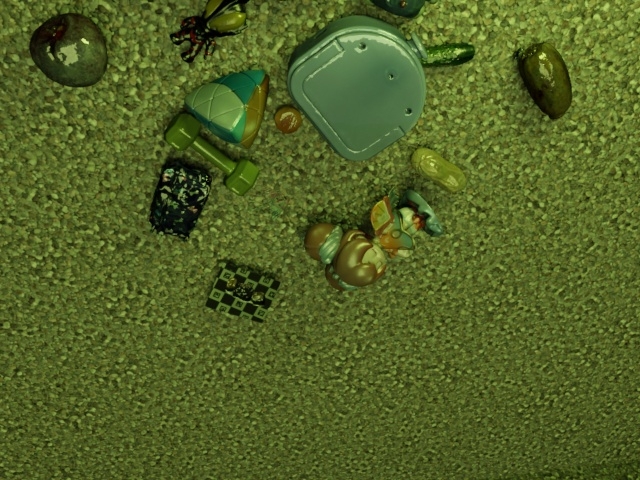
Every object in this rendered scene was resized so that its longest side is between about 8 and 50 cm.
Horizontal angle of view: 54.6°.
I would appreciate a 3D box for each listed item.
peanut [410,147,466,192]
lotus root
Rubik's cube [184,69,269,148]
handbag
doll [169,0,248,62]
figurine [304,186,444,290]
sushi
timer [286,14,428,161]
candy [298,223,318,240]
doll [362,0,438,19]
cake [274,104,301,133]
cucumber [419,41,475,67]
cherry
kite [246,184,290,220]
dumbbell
[{"bbox_3d":[0.380,-0.222,1.977,0.214,0.098,0.090,26,90,-24],"label":"peanut"},{"bbox_3d":[0.672,-0.475,1.834,0.122,0.124,0.241,-26,122,22],"label":"lotus root"},{"bbox_3d":[-0.273,-0.360,1.795,0.254,0.254,0.255,-3,123,-5],"label":"Rubik's cube"},{"bbox_3d":[-0.439,-0.125,1.920,0.161,0.113,0.260,18,122,-13],"label":"handbag"},{"bbox_3d":[-0.287,-0.582,1.665,0.248,0.088,0.127,-28,122,15],"label":"doll"},{"bbox_3d":[0.169,-0.001,2.009,0.388,0.248,0.277,-38,123,-4],"label":"figurine"},{"bbox_3d":[-0.271,0.176,2.177,0.215,0.050,0.192,20,115,-13],"label":"sushi"},{"bbox_3d":[0.125,-0.447,1.748,0.394,0.173,0.395,0,124,0],"label":"timer"},{"bbox_3d":[0.001,0.000,2.108,0.088,0.038,0.136,-34,122,27],"label":"candy"},{"bbox_3d":[0.234,-0.718,1.620,0.228,0.154,0.259,17,112,-13],"label":"doll"},{"bbox_3d":[-0.099,-0.363,1.855,0.084,0.044,0.084,-5,123,-7],"label":"cake"},{"bbox_3d":[0.333,-0.531,1.790,0.227,0.069,0.069,-7,123,0],"label":"cucumber"},{"bbox_3d":[-0.653,-0.491,1.624,0.195,0.195,0.195,-3,123,-5],"label":"cherry"},{"bbox_3d":[-0.172,-0.121,2.024,0.152,0.005,0.137,-12,121,1],"label":"kite"},{"bbox_3d":[-0.322,-0.256,1.854,0.302,0.108,0.121,37,119,-26],"label":"dumbbell"}]
